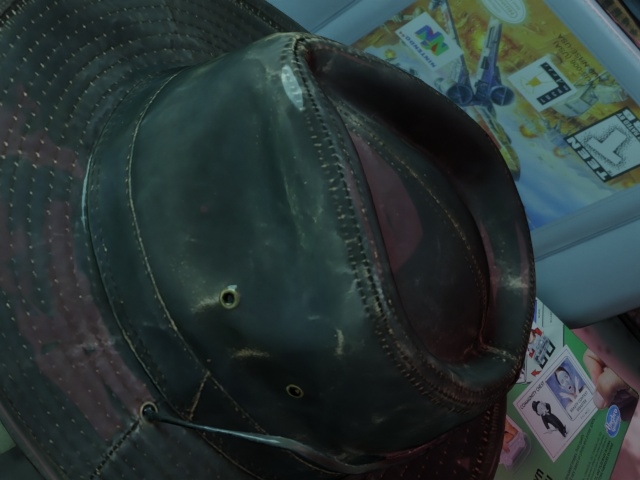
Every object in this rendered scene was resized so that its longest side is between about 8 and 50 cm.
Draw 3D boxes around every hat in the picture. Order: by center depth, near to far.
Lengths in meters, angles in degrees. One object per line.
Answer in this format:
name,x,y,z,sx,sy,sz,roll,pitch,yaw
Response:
hat,0.000,0.000,0.663,0.331,0.134,0.331,18,60,-35

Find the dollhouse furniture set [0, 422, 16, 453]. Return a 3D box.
dollhouse furniture set,-0.124,0.108,0.625,0.114,0.091,0.081,-29,105,-46

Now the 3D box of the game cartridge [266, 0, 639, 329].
game cartridge,0.093,-0.078,0.797,0.297,0.198,0.062,45,49,-14

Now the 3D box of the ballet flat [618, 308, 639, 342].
ballet flat,0.191,0.024,0.925,0.173,0.049,0.057,52,7,-7

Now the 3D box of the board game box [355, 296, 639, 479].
board game box,0.032,0.130,0.758,0.213,0.046,0.317,43,50,-15
